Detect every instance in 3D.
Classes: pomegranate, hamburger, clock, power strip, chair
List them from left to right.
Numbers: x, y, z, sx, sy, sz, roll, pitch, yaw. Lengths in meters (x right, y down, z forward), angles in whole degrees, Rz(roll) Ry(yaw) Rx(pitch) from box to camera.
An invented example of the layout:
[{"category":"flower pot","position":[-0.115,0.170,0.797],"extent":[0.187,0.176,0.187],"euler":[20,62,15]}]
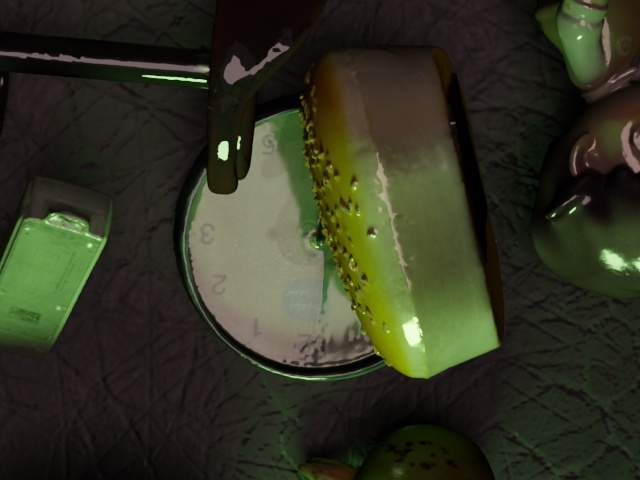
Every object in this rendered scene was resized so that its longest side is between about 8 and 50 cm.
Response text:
[{"category":"power strip","position":[-0.248,0.027,1.506],"extent":[0.078,0.272,0.052],"euler":[15,56,-14]},{"category":"chair","position":[-0.192,-0.157,1.455],"extent":[0.401,0.226,0.226],"euler":[3,100,-2]},{"category":"clock","position":[0.000,0.000,1.615],"extent":[0.281,0.055,0.280],"euler":[-1,100,-7]},{"category":"hamburger","position":[0.068,-0.026,1.474],"extent":[0.151,0.227,0.295],"euler":[-9,101,7]},{"category":"pomegranate","position":[0.077,0.252,1.631],"extent":[0.205,0.159,0.159],"euler":[9,101,19]}]

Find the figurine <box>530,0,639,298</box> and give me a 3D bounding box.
[{"category":"figurine","position":[0.296,-0.121,1.562],"extent":[0.206,0.218,0.364],"euler":[-1,98,20]}]
